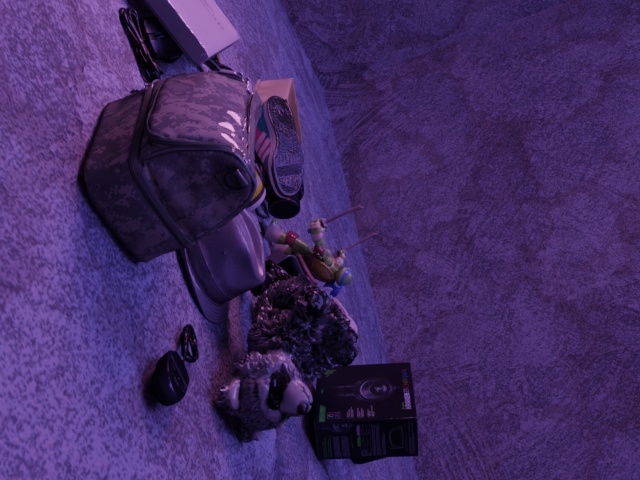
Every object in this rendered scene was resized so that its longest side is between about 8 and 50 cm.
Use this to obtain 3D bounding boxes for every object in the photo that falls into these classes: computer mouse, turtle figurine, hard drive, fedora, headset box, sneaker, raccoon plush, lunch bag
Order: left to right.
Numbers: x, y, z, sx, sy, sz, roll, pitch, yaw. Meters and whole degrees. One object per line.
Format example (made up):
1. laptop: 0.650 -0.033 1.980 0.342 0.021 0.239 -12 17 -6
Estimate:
1. computer mouse: -0.342 -0.415 1.556 0.262 0.060 0.184 -35 106 -79
2. computer mouse: -0.238 0.199 1.147 0.242 0.041 0.071 -92 161 -77
3. lunch bag: -0.223 -0.148 1.180 0.305 0.256 0.213 -95 164 -52
4. hard drive: -0.310 -0.546 1.667 0.233 0.047 0.353 52 17 -15
5. fedora: -0.189 0.020 1.435 0.243 0.124 0.275 23 49 -76
6. raccoon plush: -0.120 0.228 1.467 0.216 0.299 0.446 57 -16 -21
7. sneaker: -0.149 -0.234 1.958 0.123 0.178 0.296 6 68 -35
8. turtle figurine: 0.000 0.000 1.951 0.198 0.266 0.275 -5 113 -66
9. headset box: 0.112 0.453 1.883 0.246 0.283 0.131 -83 169 -64

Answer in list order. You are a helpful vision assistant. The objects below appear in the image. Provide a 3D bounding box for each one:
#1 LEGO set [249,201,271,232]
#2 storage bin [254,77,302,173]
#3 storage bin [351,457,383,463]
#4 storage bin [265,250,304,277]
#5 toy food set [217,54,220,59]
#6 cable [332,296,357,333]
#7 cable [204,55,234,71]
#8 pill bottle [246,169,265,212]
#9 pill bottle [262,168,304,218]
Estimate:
1. LEGO set: -0.174 -0.113 1.938 0.244 0.060 0.182 36 33 -72
2. storage bin: -0.137 -0.365 2.255 0.262 0.123 0.260 -88 171 -63
3. storage bin: 0.132 0.600 2.132 0.180 0.122 0.084 60 15 -48
4. storage bin: -0.104 0.097 1.880 0.091 0.098 0.135 35 -27 59
5. toy food set: -0.315 -0.548 2.027 0.083 0.020 0.083 -95 164 -51
6. cable: -0.032 0.195 1.727 0.257 0.089 0.257 19 14 -30
7. cable: -0.282 -0.491 1.875 0.287 0.072 0.139 47 24 -40
8. pill bottle: -0.218 -0.168 1.618 0.119 0.119 0.208 -95 164 -51
9. pill bottle: -0.111 -0.177 2.068 0.123 0.122 0.219 58 21 -52
